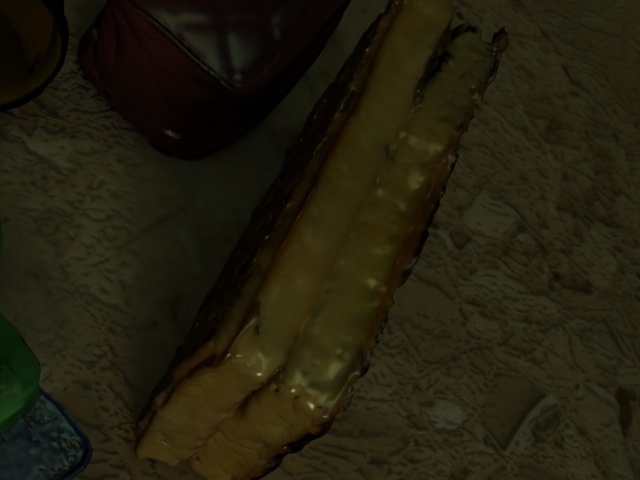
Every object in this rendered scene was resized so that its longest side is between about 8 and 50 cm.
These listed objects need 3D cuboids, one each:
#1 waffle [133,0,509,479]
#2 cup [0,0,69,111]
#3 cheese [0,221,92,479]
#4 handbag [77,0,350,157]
[{"bbox_3d":[-0.001,-0.001,0.696,0.091,0.213,0.308,30,58,-6],"label":"waffle"},{"bbox_3d":[-0.212,-0.234,0.717,0.255,0.178,0.256,1,64,-11],"label":"cup"},{"bbox_3d":[-0.264,0.030,0.630,0.204,0.083,0.320,-35,82,-36],"label":"cheese"},{"bbox_3d":[-0.065,-0.174,0.797,0.146,0.135,0.225,40,60,-4],"label":"handbag"}]
